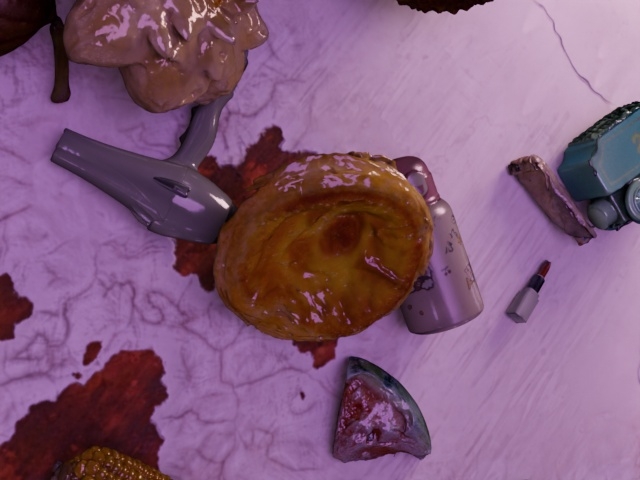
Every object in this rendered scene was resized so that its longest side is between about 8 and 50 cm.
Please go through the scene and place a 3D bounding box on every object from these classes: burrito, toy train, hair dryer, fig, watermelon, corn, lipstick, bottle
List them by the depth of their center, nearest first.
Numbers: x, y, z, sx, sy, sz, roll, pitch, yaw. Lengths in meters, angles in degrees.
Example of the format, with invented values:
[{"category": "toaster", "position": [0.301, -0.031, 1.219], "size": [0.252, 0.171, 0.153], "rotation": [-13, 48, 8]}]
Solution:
[{"category": "fig", "position": [-0.360, -0.281, 1.148], "size": [0.250, 0.186, 0.203], "rotation": [14, 65, -31]}, {"category": "corn", "position": [-0.176, 0.342, 1.262], "size": [0.313, 0.102, 0.102], "rotation": [31, 77, -23]}, {"category": "hair dryer", "position": [-0.207, -0.135, 1.280], "size": [0.229, 0.092, 0.267], "rotation": [9, 72, -18]}, {"category": "watermelon", "position": [0.078, 0.251, 1.393], "size": [0.139, 0.071, 0.187], "rotation": [-45, 106, -14]}, {"category": "bottle", "position": [0.133, 0.002, 1.395], "size": [0.110, 0.110, 0.233], "rotation": [-22, 99, -22]}, {"category": "lipstick", "position": [0.309, 0.071, 1.518], "size": [0.025, 0.025, 0.107], "rotation": [43, 68, -19]}, {"category": "burrito", "position": [0.342, -0.057, 1.520], "size": [0.171, 0.051, 0.042], "rotation": [51, 58, -12]}, {"category": "toy train", "position": [0.460, -0.112, 1.544], "size": [0.203, 0.112, 0.163], "rotation": [-35, 97, -21]}]

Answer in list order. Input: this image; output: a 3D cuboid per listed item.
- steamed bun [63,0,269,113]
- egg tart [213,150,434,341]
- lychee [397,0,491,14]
[{"category": "steamed bun", "position": [-0.171, -0.289, 1.175], "size": [0.292, 0.137, 0.295], "rotation": [-40, 113, -45]}, {"category": "egg tart", "position": [0.000, 0.000, 1.295], "size": [0.295, 0.116, 0.294], "rotation": [-9, 131, -11]}, {"category": "lychee", "position": [0.159, -0.431, 1.331], "size": [0.275, 0.276, 0.304], "rotation": [-59, 147, -13]}]
